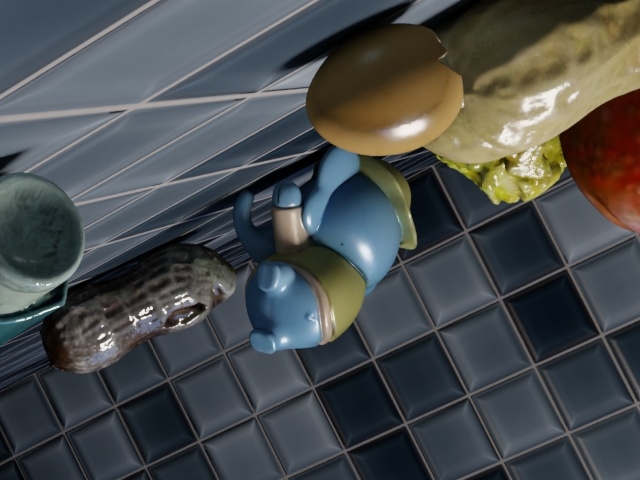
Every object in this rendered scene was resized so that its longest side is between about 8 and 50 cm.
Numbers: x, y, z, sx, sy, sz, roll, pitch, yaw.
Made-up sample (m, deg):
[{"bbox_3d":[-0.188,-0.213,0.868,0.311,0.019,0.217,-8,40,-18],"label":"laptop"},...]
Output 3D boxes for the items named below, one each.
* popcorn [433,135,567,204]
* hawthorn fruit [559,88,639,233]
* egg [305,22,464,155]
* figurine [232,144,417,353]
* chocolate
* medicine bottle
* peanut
[{"bbox_3d":[0.160,-0.105,1.240,0.126,0.145,0.125,-37,166,37],"label":"popcorn"},{"bbox_3d":[0.343,-0.103,1.179,0.284,0.284,0.284,-27,178,-1],"label":"hawthorn fruit"},{"bbox_3d":[0.038,-0.090,0.854,0.096,0.080,0.080,-30,179,-19],"label":"egg"},{"bbox_3d":[0.003,0.002,1.489,0.154,0.180,0.262,-20,-168,43],"label":"figurine"},{"bbox_3d":[-0.218,0.076,1.654,0.248,0.110,0.110,-23,177,-22],"label":"chocolate"},{"bbox_3d":[-0.210,0.032,0.792,0.124,0.079,0.258,-21,174,-42],"label":"medicine bottle"},{"bbox_3d":[0.182,-0.148,0.987,0.274,0.111,0.125,-30,164,-13],"label":"peanut"}]
